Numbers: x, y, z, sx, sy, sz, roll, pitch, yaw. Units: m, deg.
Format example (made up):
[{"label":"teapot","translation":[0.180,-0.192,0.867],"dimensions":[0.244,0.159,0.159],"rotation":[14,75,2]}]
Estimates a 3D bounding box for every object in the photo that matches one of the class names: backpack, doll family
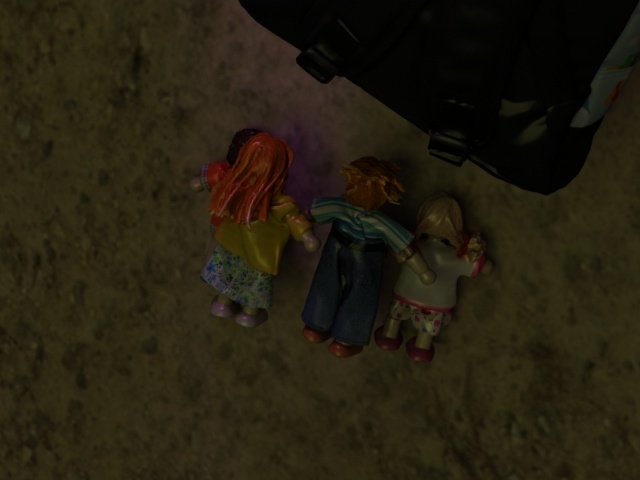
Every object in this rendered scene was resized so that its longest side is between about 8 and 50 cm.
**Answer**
[{"label":"backpack","translation":[0.144,-0.262,1.370],"dimensions":[0.290,0.273,0.355],"rotation":[32,138,11]},{"label":"doll family","translation":[0.000,0.000,1.572],"dimensions":[0.263,0.118,0.163],"rotation":[19,114,15]}]
